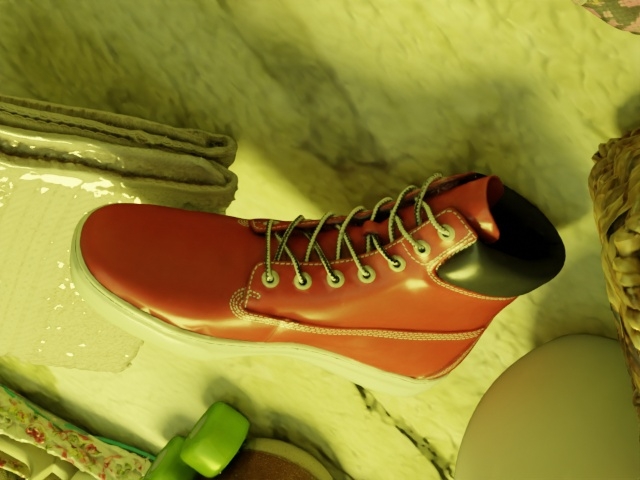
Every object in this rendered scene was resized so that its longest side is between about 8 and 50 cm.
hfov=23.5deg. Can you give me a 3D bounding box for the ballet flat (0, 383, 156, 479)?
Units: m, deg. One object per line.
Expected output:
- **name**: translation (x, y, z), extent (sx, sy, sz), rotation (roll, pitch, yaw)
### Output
- **ballet flat**: translation (-0.212, 0.182, 1.211), extent (0.241, 0.077, 0.091), rotation (25, 141, 6)

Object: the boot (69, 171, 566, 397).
- **boot**: translation (0.000, 0.000, 0.829), extent (0.244, 0.088, 0.176), rotation (14, 145, -21)

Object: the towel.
- **towel**: translation (-0.175, 0.009, 0.960), extent (0.187, 0.049, 0.282), rotation (9, 147, -18)

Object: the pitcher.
- **pitcher**: translation (0.125, 0.170, 0.874), extent (0.125, 0.207, 0.177), rotation (22, 142, 10)

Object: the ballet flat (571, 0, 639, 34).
- **ballet flat**: translation (0.189, -0.137, 0.613), extent (0.079, 0.077, 0.221), rotation (28, 151, -28)

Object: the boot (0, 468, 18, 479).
- **boot**: translation (-0.238, 0.294, 1.248), extent (0.095, 0.262, 0.203), rotation (-31, 116, 4)

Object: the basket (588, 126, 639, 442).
- **basket**: translation (0.251, 0.085, 0.688), extent (0.213, 0.223, 0.299), rotation (-13, 99, 9)

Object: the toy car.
- **toy car**: translation (-0.070, 0.242, 1.094), extent (0.155, 0.188, 0.149), rotation (36, 142, -8)
